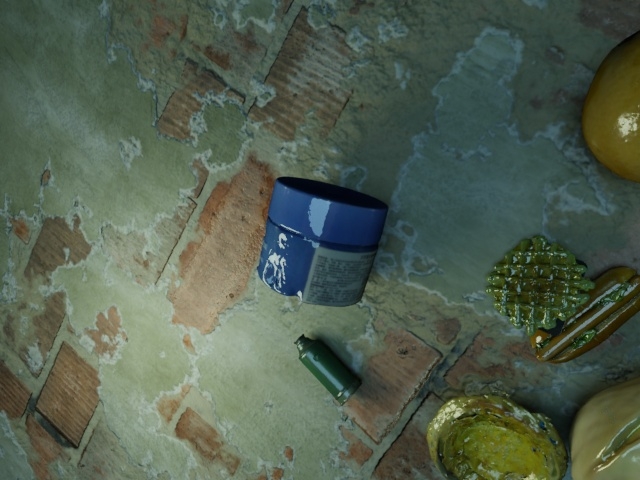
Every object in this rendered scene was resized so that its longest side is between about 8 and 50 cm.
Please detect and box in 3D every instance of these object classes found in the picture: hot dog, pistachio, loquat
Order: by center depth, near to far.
[{"bbox_3d":[0.569,-0.218,0.694,0.262,0.263,0.263,3,97,20],"label":"loquat"},{"bbox_3d":[0.598,0.358,0.769,0.321,0.238,0.229,-41,41,13],"label":"pistachio"},{"bbox_3d":[0.527,0.153,0.851,0.100,0.068,0.249,46,109,11],"label":"hot dog"}]

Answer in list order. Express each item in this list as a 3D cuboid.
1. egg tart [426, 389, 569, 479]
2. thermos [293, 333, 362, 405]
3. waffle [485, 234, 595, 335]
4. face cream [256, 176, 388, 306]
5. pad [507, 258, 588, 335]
[{"bbox_3d":[0.370,0.425,0.922,0.290,0.107,0.291,8,110,24],"label":"egg tart"},{"bbox_3d":[0.011,0.309,1.068,0.073,0.083,0.187,-45,78,-3],"label":"thermos"},{"bbox_3d":[0.431,0.090,0.867,0.183,0.036,0.169,-51,56,21],"label":"waffle"},{"bbox_3d":[0.000,0.000,0.934,0.248,0.249,0.225,18,104,18],"label":"face cream"},{"bbox_3d":[0.451,0.100,0.874,0.112,0.003,0.157,23,96,40],"label":"pad"}]
